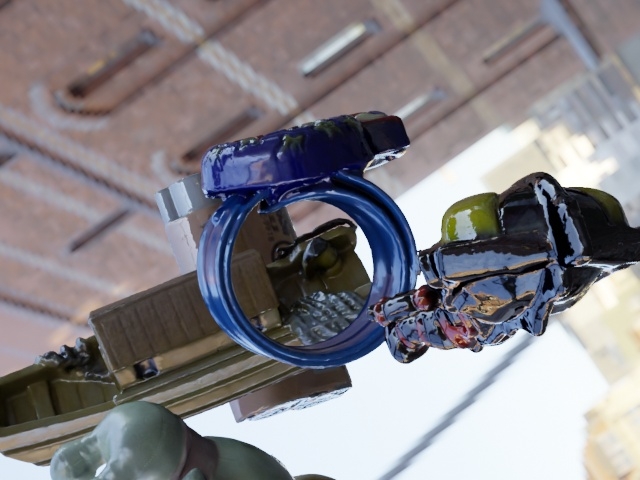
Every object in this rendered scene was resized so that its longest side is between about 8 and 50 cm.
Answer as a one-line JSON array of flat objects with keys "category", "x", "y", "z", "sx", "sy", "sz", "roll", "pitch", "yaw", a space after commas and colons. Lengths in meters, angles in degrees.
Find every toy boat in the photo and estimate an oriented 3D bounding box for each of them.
[{"category": "toy boat", "x": -0.147, "y": 0.110, "z": 1.815, "sx": 0.162, "sy": 0.445, "sz": 0.136, "roll": 70, "pitch": 176, "yaw": -49}]

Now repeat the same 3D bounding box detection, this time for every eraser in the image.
[{"category": "eraser", "x": -0.072, "y": 0.059, "z": 2.100, "sx": 0.171, "sy": 0.087, "sz": 0.290, "roll": -9, "pitch": -107, "yaw": -45}]

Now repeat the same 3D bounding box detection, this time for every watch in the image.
[{"category": "watch", "x": -0.006, "y": 0.001, "z": 1.462, "sx": 0.171, "sy": 0.196, "sz": 0.200, "roll": -177, "pitch": 77, "yaw": -86}]

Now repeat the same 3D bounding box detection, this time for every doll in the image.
[{"category": "doll", "x": -0.108, "y": 0.224, "z": 1.660, "sx": 0.275, "sy": 0.113, "sz": 0.155, "roll": 19, "pitch": -174, "yaw": -30}, {"category": "doll", "x": 0.104, "y": 0.018, "z": 1.032, "sx": 0.088, "sy": 0.127, "sz": 0.248, "roll": 53, "pitch": 164, "yaw": 6}]

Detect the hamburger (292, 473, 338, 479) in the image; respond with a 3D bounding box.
[{"category": "hamburger", "x": -0.020, "y": 0.417, "z": 2.090, "sx": 0.302, "sy": 0.170, "sz": 0.302, "roll": 38, "pitch": -147, "yaw": -31}]
